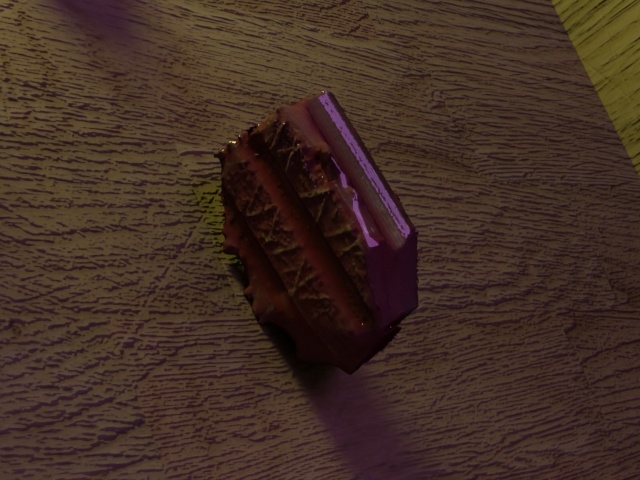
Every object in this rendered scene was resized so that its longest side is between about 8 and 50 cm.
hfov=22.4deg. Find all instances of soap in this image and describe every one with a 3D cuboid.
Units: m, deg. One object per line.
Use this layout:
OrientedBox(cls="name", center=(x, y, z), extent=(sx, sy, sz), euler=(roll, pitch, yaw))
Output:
OrientedBox(cls="soap", center=(0.000, 0.000, 2.007), extent=(0.127, 0.220, 0.325), euler=(-16, 73, -52))
